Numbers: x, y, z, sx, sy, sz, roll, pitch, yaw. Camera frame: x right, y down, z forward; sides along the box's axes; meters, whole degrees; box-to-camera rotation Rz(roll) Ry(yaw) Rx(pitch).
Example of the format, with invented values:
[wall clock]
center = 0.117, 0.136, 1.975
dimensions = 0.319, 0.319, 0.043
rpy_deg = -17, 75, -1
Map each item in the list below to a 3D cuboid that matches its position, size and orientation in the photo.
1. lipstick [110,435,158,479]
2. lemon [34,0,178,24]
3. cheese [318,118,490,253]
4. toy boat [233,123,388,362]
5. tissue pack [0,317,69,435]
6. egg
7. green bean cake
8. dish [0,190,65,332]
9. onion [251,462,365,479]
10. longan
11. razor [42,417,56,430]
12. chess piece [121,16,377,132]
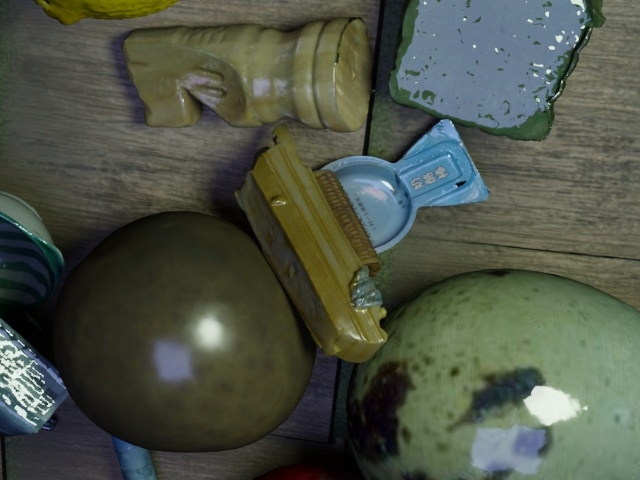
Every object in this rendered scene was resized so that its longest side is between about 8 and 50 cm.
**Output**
[lipstick]
center = -0.254, 0.308, 2.122
dimensions = 0.048, 0.048, 0.158
rpy_deg = -7, 114, 11
[lemon]
center = -0.222, -0.388, 1.681
dimensions = 0.268, 0.268, 0.322
rpy_deg = 35, 93, -8
[cheese]
center = 0.078, -0.055, 1.904
dimensions = 0.245, 0.052, 0.135
rpy_deg = -24, 110, 18
[toy boat]
center = 0.000, 0.000, 1.822
dimensions = 0.310, 0.115, 0.089
rpy_deg = 59, 144, 22
[tissue pack]
center = -0.475, 0.123, 1.976
dimensions = 0.316, 0.228, 0.103
rpy_deg = 44, 72, -11
[egg]
center = 0.244, 0.203, 1.838
dimensions = 0.428, 0.345, 0.345
rpy_deg = -5, 114, 10
[green bean cake]
center = 0.201, -0.244, 1.761
dimensions = 0.223, 0.125, 0.227
rpy_deg = 19, 114, 2
[dish]
center = -0.413, 0.007, 1.978
dimensions = 0.224, 0.078, 0.246
rpy_deg = 7, 136, 17
[onion]
center = -0.017, 0.425, 2.031
dimensions = 0.276, 0.276, 0.276
rpy_deg = 3, 115, 7
[longan]
center = -0.165, 0.114, 1.879
dimensions = 0.319, 0.319, 0.319
rpy_deg = 3, 115, 7
[razor]
center = -0.453, 0.217, 2.120
dimensions = 0.190, 0.066, 0.033
rpy_deg = 23, 71, -5
[chess piece]
center = -0.094, -0.200, 1.838
dimensions = 0.301, 0.137, 0.137
rpy_deg = 4, 116, 21
